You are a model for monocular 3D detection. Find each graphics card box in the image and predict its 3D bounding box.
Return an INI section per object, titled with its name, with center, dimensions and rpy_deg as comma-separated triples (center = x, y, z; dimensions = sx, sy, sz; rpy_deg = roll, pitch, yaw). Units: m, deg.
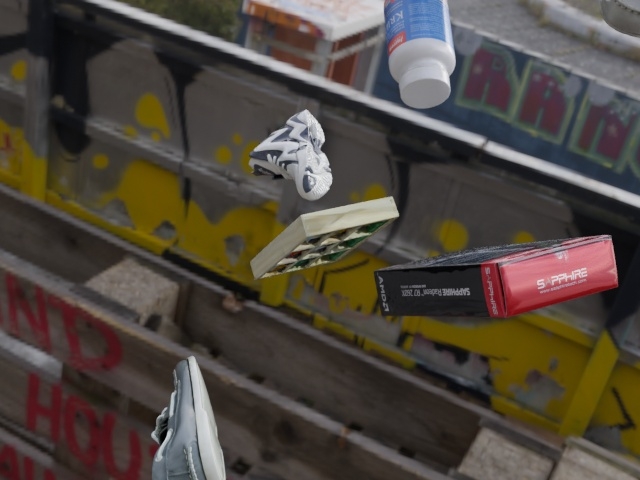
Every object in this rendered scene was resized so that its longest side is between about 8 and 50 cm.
[graphics card box]
center = 0.279, 0.063, 1.538
dimensions = 0.232, 0.094, 0.371
rpy_deg = -12, 3, -27

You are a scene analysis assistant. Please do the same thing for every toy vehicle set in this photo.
[toy vehicle set]
center = 0.000, 0.000, 1.532
dimensions = 0.166, 0.267, 0.035
rpy_deg = -13, 78, -25

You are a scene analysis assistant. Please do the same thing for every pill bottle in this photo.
[pill bottle]
center = 0.185, -0.361, 1.706
dimensions = 0.124, 0.124, 0.221
rpy_deg = 5, 60, -15

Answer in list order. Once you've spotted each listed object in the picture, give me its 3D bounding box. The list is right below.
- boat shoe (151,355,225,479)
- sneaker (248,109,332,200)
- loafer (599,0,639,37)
[boat shoe]
center = -0.209, 0.270, 1.371
dimensions = 0.099, 0.116, 0.319
rpy_deg = -18, 22, -6
[sneaker]
center = -0.068, -0.140, 1.791
dimensions = 0.094, 0.153, 0.235
rpy_deg = 41, 29, -43
[loafer]
center = 0.404, -0.370, 1.040
dimensions = 0.112, 0.111, 0.319
rpy_deg = 23, 69, 11
